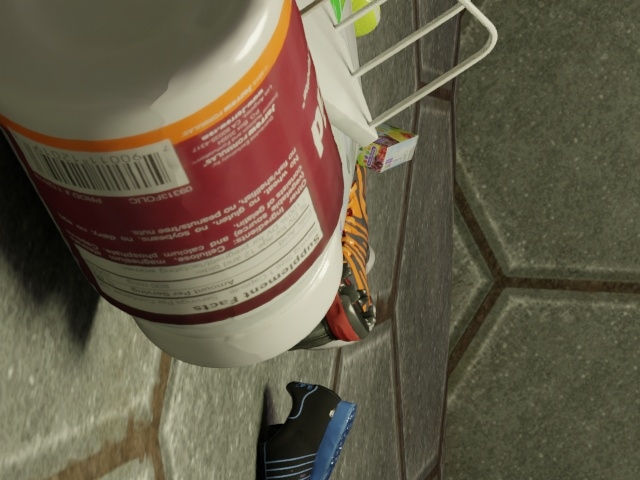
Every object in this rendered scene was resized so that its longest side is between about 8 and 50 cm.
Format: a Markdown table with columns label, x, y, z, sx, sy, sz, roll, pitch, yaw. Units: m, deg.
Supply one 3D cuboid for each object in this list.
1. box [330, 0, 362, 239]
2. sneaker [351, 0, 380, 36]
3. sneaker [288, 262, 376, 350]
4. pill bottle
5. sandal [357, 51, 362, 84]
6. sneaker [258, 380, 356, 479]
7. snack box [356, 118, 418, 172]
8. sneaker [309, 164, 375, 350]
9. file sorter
| label | x | y | z | sx | sy | sz | roll | pitch | yaw |
| --- | --- | --- | --- | --- | --- | --- | --- | --- | --- |
| box | -0.040 | -0.149 | 1.729 | 0.262 | 0.127 | 0.231 | 81 | 15 | -46 |
| sneaker | 0.014 | -0.368 | 2.073 | 0.240 | 0.091 | 0.126 | 71 | 6 | -59 |
| sneaker | -0.035 | 0.016 | 1.852 | 0.097 | 0.135 | 0.276 | 57 | 12 | -49 |
| pill bottle | -0.103 | -0.073 | 1.206 | 0.392 | 0.224 | 0.224 | 73 | 23 | -58 |
| sandal | -0.009 | -0.199 | 2.054 | 0.254 | 0.054 | 0.097 | -45 | 131 | -58 |
| sneaker | -0.039 | 0.281 | 1.947 | 0.232 | 0.090 | 0.081 | -66 | 169 | 3 |
| snack box | 0.054 | -0.124 | 2.011 | 0.141 | 0.100 | 0.037 | -27 | 134 | -69 |
| sneaker | 0.000 | 0.000 | 2.001 | 0.321 | 0.125 | 0.180 | -87 | 170 | -65 |
| file sorter | 0.018 | -0.270 | 1.491 | 0.193 | 0.173 | 0.277 | 34 | 31 | -48 |
